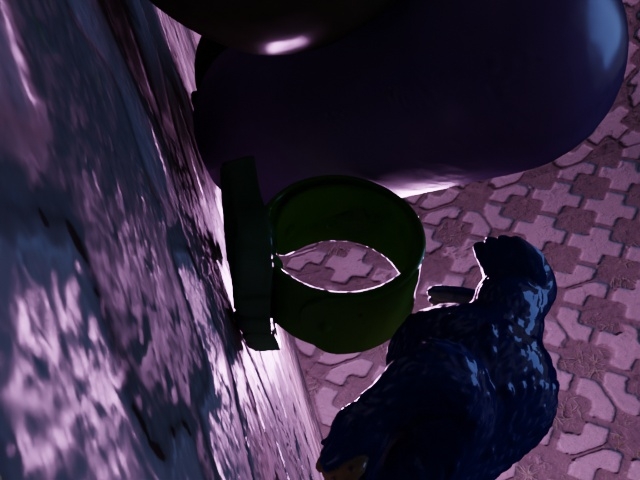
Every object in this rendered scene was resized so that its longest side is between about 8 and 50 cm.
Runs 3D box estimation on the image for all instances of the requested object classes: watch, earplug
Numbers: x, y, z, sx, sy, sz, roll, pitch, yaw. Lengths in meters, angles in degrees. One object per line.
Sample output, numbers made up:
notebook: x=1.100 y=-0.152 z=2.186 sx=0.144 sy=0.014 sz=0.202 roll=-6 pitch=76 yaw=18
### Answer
watch: x=0.000 y=0.000 z=0.564 sx=0.131 sy=0.152 sz=0.165 roll=90 pitch=-9 yaw=-45
earplug: x=0.060 y=-0.131 z=0.635 sx=0.456 sy=0.215 sz=0.215 roll=-1 pitch=-71 yaw=62

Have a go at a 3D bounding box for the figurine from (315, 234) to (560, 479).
figurine: x=0.081 y=0.123 z=0.473 sx=0.121 sy=0.262 sz=0.164 roll=30 pitch=-20 yaw=13

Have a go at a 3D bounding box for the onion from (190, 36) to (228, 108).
onion: x=-0.064 y=-0.181 z=0.952 sx=0.281 sy=0.221 sz=0.280 roll=36 pitch=-35 yaw=30

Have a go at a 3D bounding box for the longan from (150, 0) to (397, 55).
longan: x=-0.041 y=-0.232 z=0.418 sx=0.248 sy=0.248 sz=0.248 roll=162 pitch=-90 yaw=-86
